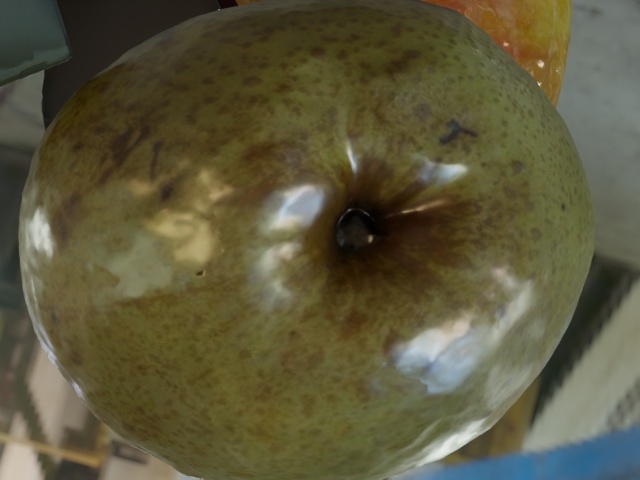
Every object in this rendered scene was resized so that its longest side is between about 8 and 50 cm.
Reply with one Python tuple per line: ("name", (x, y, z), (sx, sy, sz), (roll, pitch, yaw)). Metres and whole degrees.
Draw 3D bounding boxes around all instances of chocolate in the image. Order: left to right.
("chocolate", (-0.082, -0.109, 1.083), (0.125, 0.148, 0.080), (6, -167, 11))

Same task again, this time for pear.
("pear", (0.000, 0.000, 0.753), (0.229, 0.188, 0.211), (-12, -171, -11))

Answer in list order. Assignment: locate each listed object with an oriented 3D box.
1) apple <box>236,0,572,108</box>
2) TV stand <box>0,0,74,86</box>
("apple", (0.038, -0.136, 1.295), (0.233, 0.286, 0.286), (0, 175, -10))
("TV stand", (-0.235, -0.096, 0.870), (0.269, 0.082, 0.088), (-2, -160, 44))
